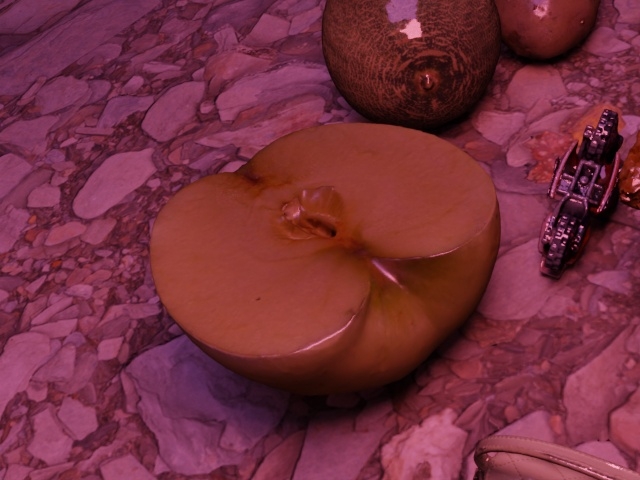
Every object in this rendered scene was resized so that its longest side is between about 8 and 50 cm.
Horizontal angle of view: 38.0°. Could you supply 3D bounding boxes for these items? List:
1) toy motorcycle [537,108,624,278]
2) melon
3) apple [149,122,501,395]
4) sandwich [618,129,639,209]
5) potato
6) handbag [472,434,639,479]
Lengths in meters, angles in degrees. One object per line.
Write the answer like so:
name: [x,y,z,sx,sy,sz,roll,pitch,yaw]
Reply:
toy motorcycle: [0.308,-0.049,1.101,0.084,0.118,0.212,21,70,14]
melon: [0.125,-0.297,1.315,0.249,0.248,0.329,-18,40,7]
apple: [0.000,0.000,1.057,0.360,0.320,0.311,36,107,49]
sandwich: [0.471,-0.105,0.943,0.131,0.325,0.262,29,98,51]
potato: [0.329,-0.372,1.365,0.165,0.165,0.262,-10,56,15]
handbag: [0.247,0.233,0.761,0.256,0.219,0.079,13,57,32]
